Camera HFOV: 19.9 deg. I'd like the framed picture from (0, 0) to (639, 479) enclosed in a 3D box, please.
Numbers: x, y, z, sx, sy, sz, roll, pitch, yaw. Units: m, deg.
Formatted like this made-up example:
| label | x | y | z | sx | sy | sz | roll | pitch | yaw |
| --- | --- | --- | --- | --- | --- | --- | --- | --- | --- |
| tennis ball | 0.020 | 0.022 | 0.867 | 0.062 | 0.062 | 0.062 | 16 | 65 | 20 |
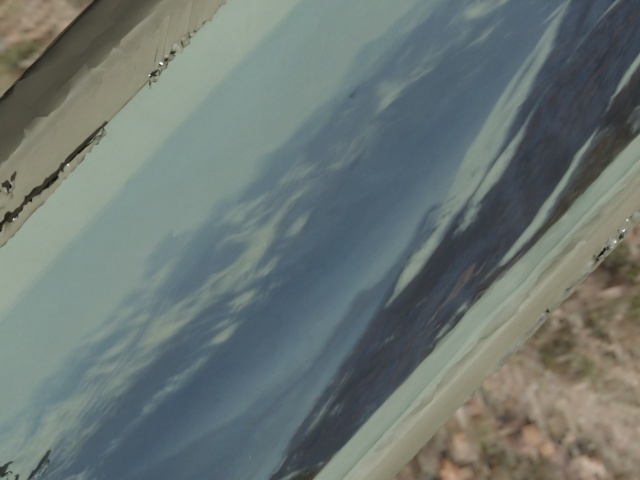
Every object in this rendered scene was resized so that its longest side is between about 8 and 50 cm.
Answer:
| label | x | y | z | sx | sy | sz | roll | pitch | yaw |
| --- | --- | --- | --- | --- | --- | --- | --- | --- | --- |
| framed picture | 0.000 | 0.000 | 0.481 | 0.022 | 0.335 | 0.247 | 41 | 176 | 32 |
